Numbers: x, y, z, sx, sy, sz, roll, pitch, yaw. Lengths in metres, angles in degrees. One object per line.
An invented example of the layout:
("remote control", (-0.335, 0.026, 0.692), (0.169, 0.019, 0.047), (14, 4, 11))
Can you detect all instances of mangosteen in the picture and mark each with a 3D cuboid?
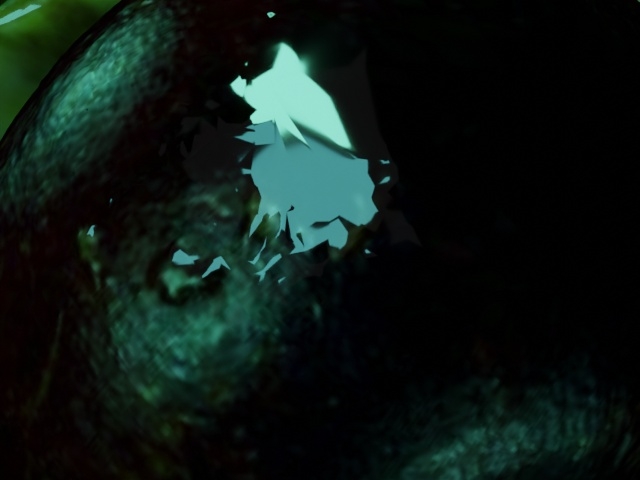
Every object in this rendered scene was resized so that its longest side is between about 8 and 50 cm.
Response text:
("mangosteen", (0.006, 0.010, 0.598), (0.330, 0.330, 0.330), (-4, 62, 7))

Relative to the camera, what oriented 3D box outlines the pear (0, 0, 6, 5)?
("pear", (-0.176, -0.241, 0.775), (0.253, 0.253, 0.307), (-24, 88, -5))
